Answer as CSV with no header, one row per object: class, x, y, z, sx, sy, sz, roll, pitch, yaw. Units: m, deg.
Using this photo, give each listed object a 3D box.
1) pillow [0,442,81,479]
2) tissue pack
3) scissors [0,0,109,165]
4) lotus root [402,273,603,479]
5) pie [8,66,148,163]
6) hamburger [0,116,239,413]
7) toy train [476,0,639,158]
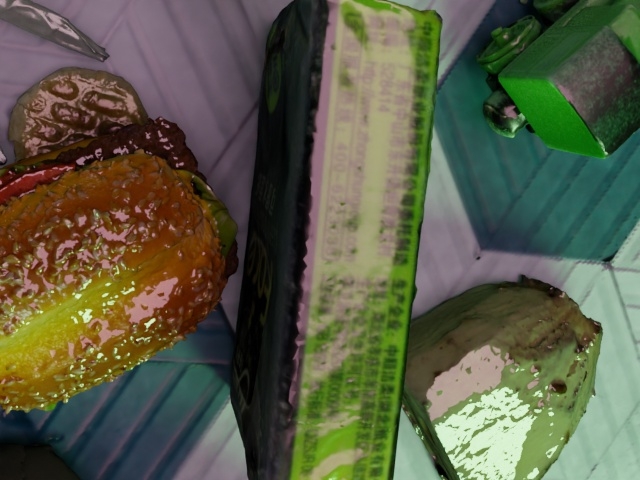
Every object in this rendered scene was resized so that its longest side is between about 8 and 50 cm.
pillow,-0.125,0.289,0.450,0.101,0.228,0.326,-14,106,-7
tissue pack,0.000,0.000,0.456,0.073,0.173,0.235,5,101,-11
scissors,-0.224,-0.149,0.432,0.248,0.017,0.144,43,88,-16
lotus root,0.118,0.091,0.562,0.144,0.070,0.143,-41,110,-5
pie,-0.129,-0.053,0.487,0.085,0.020,0.084,-4,103,-16
hamburger,-0.121,0.020,0.456,0.166,0.087,0.137,-25,126,-4
toy train,0.200,-0.147,0.512,0.251,0.119,0.085,-42,108,-3
